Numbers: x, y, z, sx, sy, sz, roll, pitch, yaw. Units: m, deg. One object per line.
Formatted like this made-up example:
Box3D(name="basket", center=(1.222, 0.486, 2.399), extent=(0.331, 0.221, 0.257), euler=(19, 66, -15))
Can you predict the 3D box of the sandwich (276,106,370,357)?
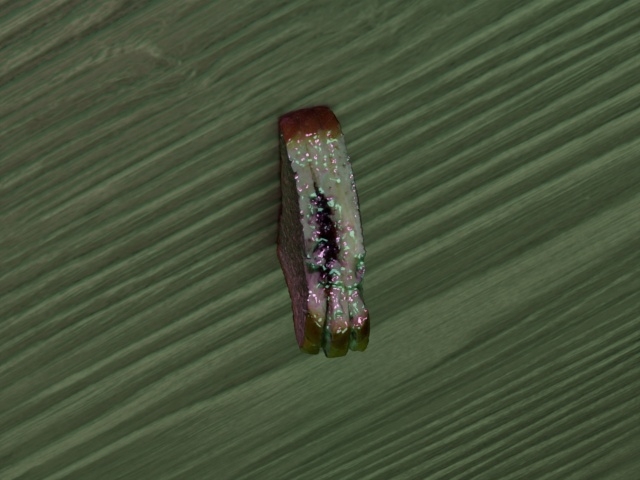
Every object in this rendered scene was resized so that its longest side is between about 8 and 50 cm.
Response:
Box3D(name="sandwich", center=(0.005, -0.001, 1.900), extent=(0.099, 0.254, 0.288), euler=(-6, 135, -9))
